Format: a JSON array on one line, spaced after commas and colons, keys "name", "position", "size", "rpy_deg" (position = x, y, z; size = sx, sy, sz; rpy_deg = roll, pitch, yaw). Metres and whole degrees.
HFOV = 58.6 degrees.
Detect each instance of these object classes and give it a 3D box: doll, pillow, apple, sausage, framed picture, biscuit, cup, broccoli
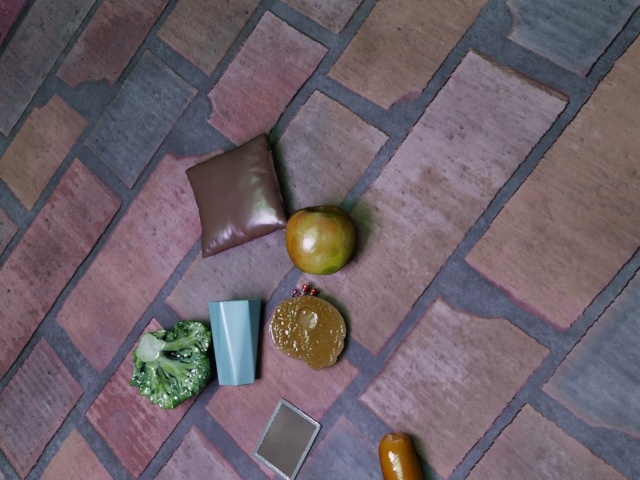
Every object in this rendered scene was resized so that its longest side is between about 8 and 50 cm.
[{"name": "doll", "position": [-0.071, 0.216, 1.582], "size": [0.104, 0.062, 0.195], "rpy_deg": [30, 87, -18]}, {"name": "pillow", "position": [-0.251, -0.127, 1.696], "size": [0.305, 0.108, 0.308], "rpy_deg": [-21, 73, 20]}, {"name": "apple", "position": [0.000, 0.000, 1.521], "size": [0.196, 0.196, 0.196], "rpy_deg": [-4, 78, 23]}, {"name": "sausage", "position": [0.202, 0.586, 1.379], "size": [0.098, 0.098, 0.238], "rpy_deg": [-18, 75, 20]}, {"name": "framed picture", "position": [-0.094, 0.546, 1.556], "size": [0.142, 0.011, 0.183], "rpy_deg": [27, 91, 25]}, {"name": "biscuit", "position": [-0.032, 0.240, 1.530], "size": [0.208, 0.049, 0.181], "rpy_deg": [25, 81, 0]}, {"name": "cup", "position": [-0.233, 0.284, 1.604], "size": [0.148, 0.134, 0.236], "rpy_deg": [-12, 81, 55]}, {"name": "broccoli", "position": [-0.429, 0.339, 1.618], "size": [0.269, 0.241, 0.261], "rpy_deg": [17, 74, 20]}]
